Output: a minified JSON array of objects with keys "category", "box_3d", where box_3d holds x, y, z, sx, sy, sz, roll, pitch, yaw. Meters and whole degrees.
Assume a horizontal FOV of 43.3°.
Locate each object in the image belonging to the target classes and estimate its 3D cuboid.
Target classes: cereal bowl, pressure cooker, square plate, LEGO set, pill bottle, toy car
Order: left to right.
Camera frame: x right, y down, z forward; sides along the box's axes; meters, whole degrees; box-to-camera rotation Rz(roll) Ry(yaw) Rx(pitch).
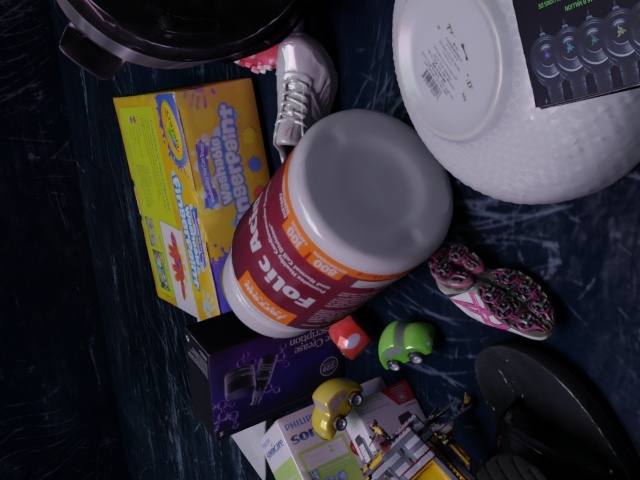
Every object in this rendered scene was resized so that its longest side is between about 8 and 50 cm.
[{"category":"pressure cooker","box_3d":[-0.207,-0.429,1.123,0.420,0.369,0.376,-152,49,-70]},{"category":"square plate","box_3d":[-0.192,0.321,1.862,0.344,0.049,0.347,45,141,42]},{"category":"pill bottle","box_3d":[0.000,0.000,1.156,0.224,0.224,0.392,66,151,12]},{"category":"toy car","box_3d":[0.075,0.167,1.208,0.053,0.239,0.225,39,134,-24]},{"category":"LEGO set","box_3d":[0.098,0.329,1.021,0.192,0.331,0.255,46,104,9]},{"category":"cereal bowl","box_3d":[0.180,-0.193,0.818,0.339,0.141,0.339,36,135,47]}]

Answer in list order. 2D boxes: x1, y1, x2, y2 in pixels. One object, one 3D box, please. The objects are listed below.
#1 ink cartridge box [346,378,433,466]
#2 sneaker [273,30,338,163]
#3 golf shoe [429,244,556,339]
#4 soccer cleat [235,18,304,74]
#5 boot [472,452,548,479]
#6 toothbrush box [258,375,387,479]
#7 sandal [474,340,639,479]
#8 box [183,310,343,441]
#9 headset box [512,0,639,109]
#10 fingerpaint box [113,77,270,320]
[{"category":"ink cartridge box","box_3d":[0.114,0.307,1.240,0.151,0.109,0.063,63,149,19]},{"category":"sneaker","box_3d":[-0.029,-0.190,1.201,0.090,0.115,0.232,4,122,20]},{"category":"golf shoe","box_3d":[0.218,0.072,0.990,0.186,0.067,0.086,36,163,46]},{"category":"soccer cleat","box_3d":[-0.098,-0.327,1.327,0.248,0.083,0.095,30,102,58]},{"category":"boot","box_3d":[0.261,0.339,0.830,0.161,0.083,0.246,52,174,-31]},{"category":"toothbrush box","box_3d":[0.060,0.393,1.283,0.283,0.206,0.122,62,151,20]},{"category":"sandal","box_3d":[0.298,0.312,0.915,0.446,0.107,0.168,60,149,23]},{"category":"box","box_3d":[-0.091,0.205,1.392,0.103,0.261,0.184,39,138,46]},{"category":"headset box","box_3d":[0.251,-0.238,0.551,0.131,0.246,0.283,-3,101,62]},{"category":"fingerpaint box","box_3d":[-0.236,-0.083,1.598,0.371,0.163,0.445,13,116,59]}]
